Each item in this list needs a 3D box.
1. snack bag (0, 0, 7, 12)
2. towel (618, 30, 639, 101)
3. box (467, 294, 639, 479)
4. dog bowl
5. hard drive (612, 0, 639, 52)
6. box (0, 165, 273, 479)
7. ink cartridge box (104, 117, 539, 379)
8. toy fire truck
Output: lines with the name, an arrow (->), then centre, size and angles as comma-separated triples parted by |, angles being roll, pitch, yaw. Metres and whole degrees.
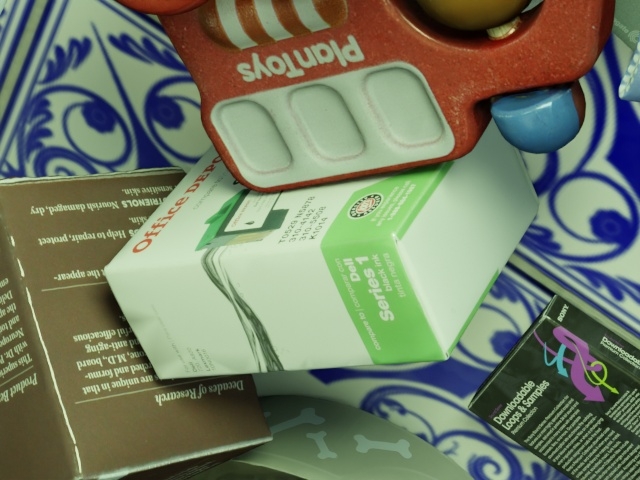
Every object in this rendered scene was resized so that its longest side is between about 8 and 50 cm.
snack bag -> -0.259, -0.260, 0.924 | 0.342, 0.037, 0.323 | 56, 138, 13
towel -> 0.302, -0.162, 0.691 | 0.336, 0.040, 0.243 | -5, 136, -12
box -> 0.192, 0.118, 1.130 | 0.162, 0.029, 0.116 | 33, 135, 0
dog bowl -> 0.006, 0.265, 1.313 | 0.349, 0.102, 0.348 | 16, 132, 18
hard drive -> 0.185, -0.165, 0.898 | 0.094, 0.022, 0.135 | 42, 136, -7
box -> -0.170, 0.076, 1.154 | 0.168, 0.167, 0.203 | -29, 74, 42
ink cartridge box -> 0.000, 0.000, 1.050 | 0.219, 0.160, 0.092 | -7, 121, 34
toy fire truck -> 0.028, -0.150, 0.903 | 0.302, 0.169, 0.254 | -8, 123, 36
